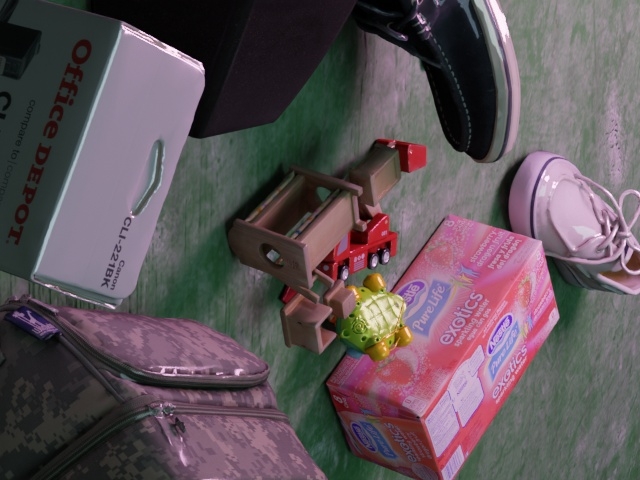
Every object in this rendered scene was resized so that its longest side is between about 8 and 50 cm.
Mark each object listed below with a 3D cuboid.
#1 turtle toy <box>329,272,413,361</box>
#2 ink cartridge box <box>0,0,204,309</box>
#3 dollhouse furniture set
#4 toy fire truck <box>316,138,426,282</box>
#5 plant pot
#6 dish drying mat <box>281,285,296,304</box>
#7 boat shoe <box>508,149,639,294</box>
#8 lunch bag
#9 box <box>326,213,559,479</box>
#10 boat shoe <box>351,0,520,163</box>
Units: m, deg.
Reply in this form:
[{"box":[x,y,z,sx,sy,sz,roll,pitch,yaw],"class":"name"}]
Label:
[{"box":[0.059,0.092,2.123,0.130,0.066,0.095,-25,87,-49],"class":"turtle toy"},{"box":[-0.247,-0.084,1.366,0.114,0.273,0.197,23,85,-59],"class":"ink cartridge box"},{"box":[0.000,0.000,1.963,0.182,0.101,0.161,-46,143,-36],"class":"dollhouse furniture set"},{"box":[0.050,-0.037,2.058,0.192,0.047,0.135,-21,118,-53],"class":"toy fire truck"},{"box":[-0.100,-0.199,1.645,0.187,0.188,0.167,-18,134,-53],"class":"plant pot"},{"box":[-0.020,0.036,2.034,0.083,0.008,0.032,-63,148,-13],"class":"dish drying mat"},{"box":[0.382,-0.005,2.497,0.136,0.156,0.367,-64,148,-13],"class":"boat shoe"},{"box":[-0.173,0.178,1.657,0.212,0.256,0.305,-42,156,20],"class":"lunch bag"},{"box":[0.154,0.132,2.226,0.300,0.142,0.154,-53,144,-29],"class":"box"},{"box":[0.087,-0.277,1.880,0.156,0.187,0.500,-25,129,-4],"class":"boat shoe"}]
